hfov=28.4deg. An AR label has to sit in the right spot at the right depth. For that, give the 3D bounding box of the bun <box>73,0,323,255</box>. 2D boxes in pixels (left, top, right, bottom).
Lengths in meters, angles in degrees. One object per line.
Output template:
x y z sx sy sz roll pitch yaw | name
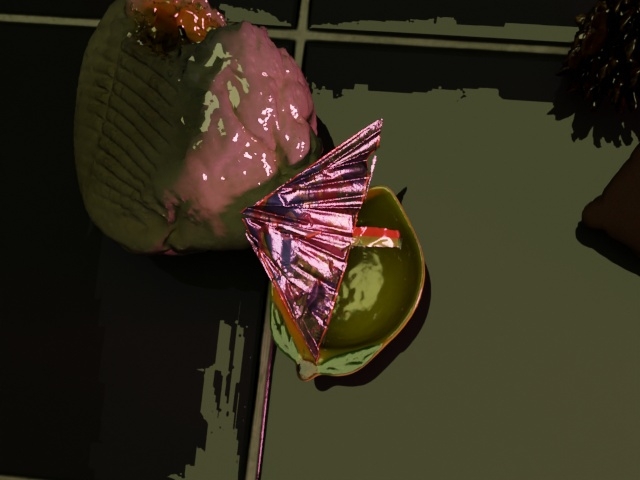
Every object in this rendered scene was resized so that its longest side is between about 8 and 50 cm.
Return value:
-0.109 -0.104 1.241 0.205 0.281 0.281 10 78 -35 | bun

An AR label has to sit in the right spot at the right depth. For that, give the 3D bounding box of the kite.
0.000 0.000 1.179 0.183 0.014 0.241 5 101 -33 | kite

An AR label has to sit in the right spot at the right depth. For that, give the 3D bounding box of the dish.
0.025 0.046 1.262 0.149 0.080 0.208 25 83 7 | dish

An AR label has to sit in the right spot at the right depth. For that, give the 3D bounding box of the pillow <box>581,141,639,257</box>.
0.450 -0.054 1.166 0.308 0.108 0.305 35 112 7 | pillow

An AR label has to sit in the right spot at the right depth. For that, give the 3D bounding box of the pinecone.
0.301 -0.184 1.240 0.121 0.140 0.140 31 85 12 | pinecone
